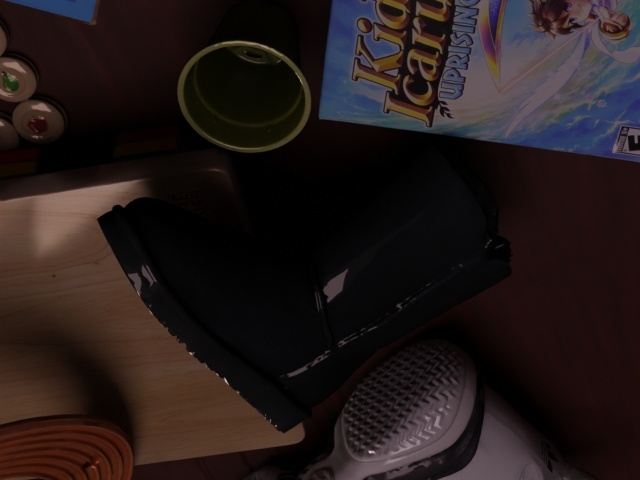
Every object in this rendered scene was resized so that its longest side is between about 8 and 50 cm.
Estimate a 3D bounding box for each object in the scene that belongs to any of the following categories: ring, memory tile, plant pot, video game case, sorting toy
[{"bbox_3d":[-0.280,0.220,1.161,0.336,0.032,0.336,-29,156,-14],"label":"ring"},{"bbox_3d":[-0.258,-0.094,1.156,0.148,0.012,0.113,-17,125,20],"label":"memory tile"},{"bbox_3d":[-0.044,-0.112,1.069,0.083,0.079,0.083,3,130,4],"label":"plant pot"},{"bbox_3d":[0.133,-0.176,1.007,0.244,0.061,0.269,9,130,2],"label":"video game case"},{"bbox_3d":[-0.160,0.041,1.198,0.257,0.089,0.255,-8,128,8],"label":"sorting toy"}]

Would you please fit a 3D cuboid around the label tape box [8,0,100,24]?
[{"bbox_3d":[-0.199,-0.308,0.911,0.240,0.106,0.334,15,131,-4],"label":"label tape box"}]

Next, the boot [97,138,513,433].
[{"bbox_3d":[0.000,0.000,1.065,0.207,0.094,0.246,-38,137,4],"label":"boot"}]

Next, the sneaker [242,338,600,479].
[{"bbox_3d":[0.052,0.245,1.313,0.210,0.137,0.366,35,122,-17],"label":"sneaker"}]
